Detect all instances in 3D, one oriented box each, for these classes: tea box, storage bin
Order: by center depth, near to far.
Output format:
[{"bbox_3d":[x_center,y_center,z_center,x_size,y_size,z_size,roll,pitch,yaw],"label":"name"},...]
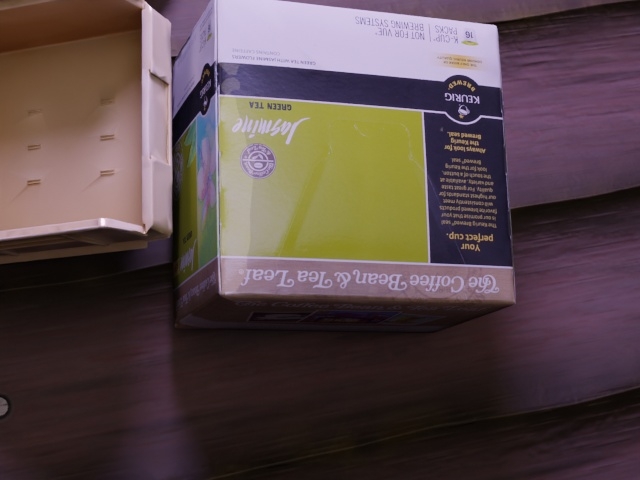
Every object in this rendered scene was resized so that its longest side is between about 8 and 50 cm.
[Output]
[{"bbox_3d":[-0.296,-0.118,1.313,0.260,0.123,0.262,-6,77,19],"label":"storage bin"},{"bbox_3d":[0.016,-0.069,1.368,0.328,0.220,0.324,3,76,-19],"label":"tea box"}]

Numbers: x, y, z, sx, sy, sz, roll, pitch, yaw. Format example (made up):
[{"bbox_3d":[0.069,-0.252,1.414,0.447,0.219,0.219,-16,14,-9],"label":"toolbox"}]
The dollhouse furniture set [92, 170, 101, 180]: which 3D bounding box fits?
[{"bbox_3d":[-0.263,-0.023,1.381,0.091,0.081,0.114,44,72,-2],"label":"dollhouse furniture set"}]
